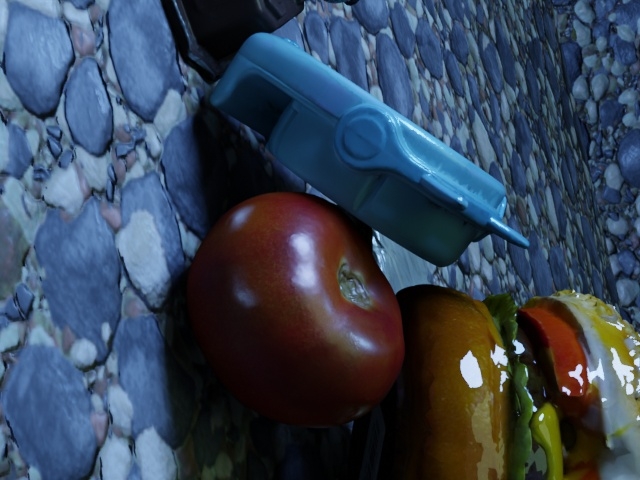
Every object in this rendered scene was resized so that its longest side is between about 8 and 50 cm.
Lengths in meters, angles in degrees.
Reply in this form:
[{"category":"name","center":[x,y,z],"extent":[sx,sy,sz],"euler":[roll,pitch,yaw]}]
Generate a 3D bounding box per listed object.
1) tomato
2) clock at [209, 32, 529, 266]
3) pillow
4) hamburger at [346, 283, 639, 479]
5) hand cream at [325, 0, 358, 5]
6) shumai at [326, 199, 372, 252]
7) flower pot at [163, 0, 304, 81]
[{"category":"tomato","center":[-0.022,0.058,1.114],"extent":[0.195,0.136,0.195],"euler":[42,33,-35]},{"category":"clock","center":[0.049,-0.064,1.187],"extent":[0.223,0.094,0.274],"euler":[28,9,-47]},{"category":"pillow","center":[0.078,-0.012,1.526],"extent":[0.148,0.050,0.229],"euler":[30,48,-67]},{"category":"hamburger","center":[0.164,0.199,1.222],"extent":[0.330,0.250,0.330],"euler":[-172,-90,-83]},{"category":"hand cream","center":[-0.030,-0.297,1.225],"extent":[0.248,0.052,0.075],"euler":[48,13,-40]},{"category":"shumai","center":[0.000,0.001,1.282],"extent":[0.124,0.087,0.099],"euler":[-20,98,-66]},{"category":"flower pot","center":[-0.086,-0.280,1.236],"extent":[0.179,0.084,0.250],"euler":[-52,125,-63]}]
